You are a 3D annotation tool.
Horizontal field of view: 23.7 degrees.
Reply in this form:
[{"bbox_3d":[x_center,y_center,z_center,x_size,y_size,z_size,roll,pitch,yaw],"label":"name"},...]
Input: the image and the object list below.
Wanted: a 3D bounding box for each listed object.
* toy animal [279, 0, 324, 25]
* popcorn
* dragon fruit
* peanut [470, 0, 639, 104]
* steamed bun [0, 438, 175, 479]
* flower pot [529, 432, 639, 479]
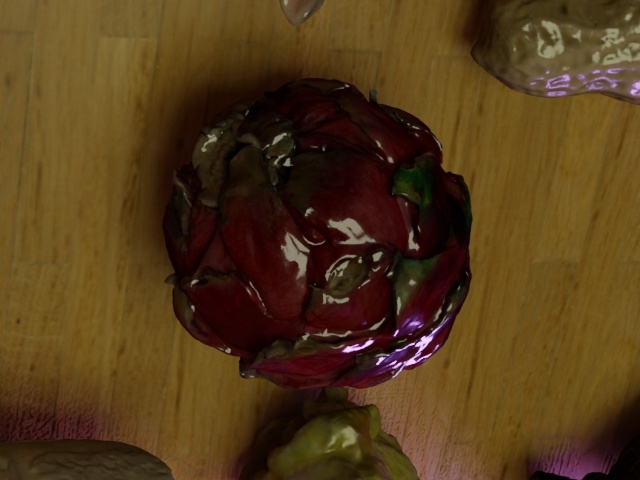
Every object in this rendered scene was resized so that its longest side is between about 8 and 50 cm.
[{"bbox_3d":[-0.026,-0.350,1.435,0.166,0.154,0.250,-43,121,-25],"label":"toy animal"},{"bbox_3d":[0.009,0.303,1.750,0.212,0.259,0.259,-33,124,13],"label":"popcorn"},{"bbox_3d":[0.002,0.001,1.534,0.329,0.329,0.329,-10,118,-19],"label":"dragon fruit"},{"bbox_3d":[0.309,-0.228,1.643,0.291,0.143,0.159,2,137,-24],"label":"peanut"},{"bbox_3d":[-0.320,0.361,1.623,0.247,0.236,0.383,11,117,-38],"label":"steamed bun"},{"bbox_3d":[0.414,0.358,1.926,0.267,0.266,0.267,-10,119,-6],"label":"flower pot"}]
